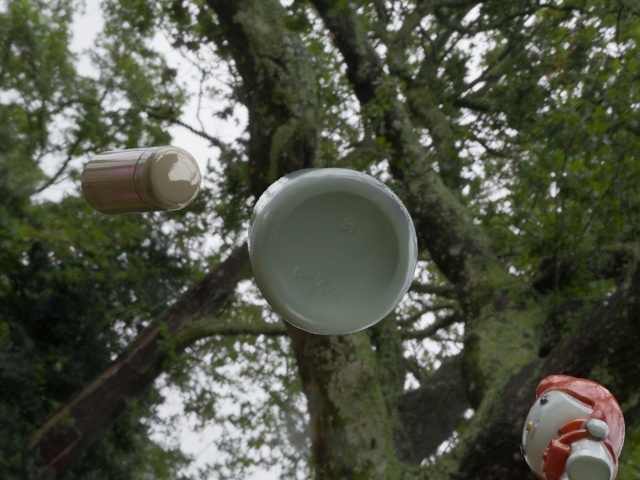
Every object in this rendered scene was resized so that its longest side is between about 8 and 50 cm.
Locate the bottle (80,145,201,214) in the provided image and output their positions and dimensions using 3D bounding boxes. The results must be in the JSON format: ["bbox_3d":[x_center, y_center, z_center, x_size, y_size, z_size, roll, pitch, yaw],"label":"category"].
[{"bbox_3d":[-0.119,-0.039,0.453,0.096,0.045,0.045,3,-53,49],"label":"bottle"}]

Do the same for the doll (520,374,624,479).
[{"bbox_3d":[0.348,0.269,0.956,0.130,0.290,0.160,16,-77,10],"label":"doll"}]

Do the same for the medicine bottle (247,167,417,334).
[{"bbox_3d":[0.000,0.000,0.379,0.080,0.080,0.130,52,-2,-8],"label":"medicine bottle"}]
